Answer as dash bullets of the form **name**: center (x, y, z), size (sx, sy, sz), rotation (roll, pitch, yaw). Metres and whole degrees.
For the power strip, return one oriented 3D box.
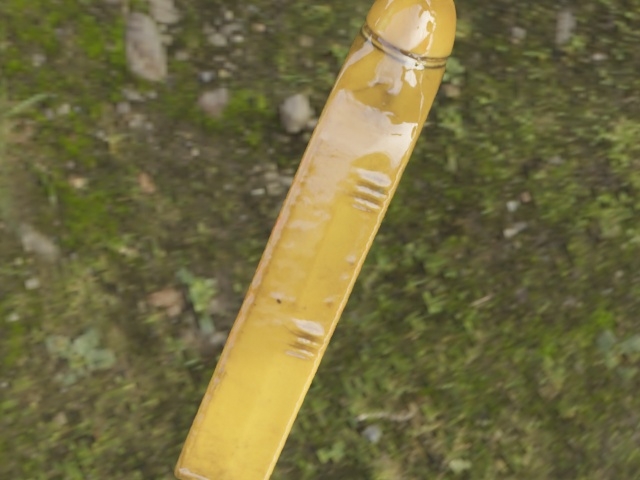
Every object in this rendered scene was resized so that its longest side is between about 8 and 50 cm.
- **power strip**: center (0.000, 0.000, 0.498), size (0.028, 0.049, 0.178), rotation (23, 115, 1)
